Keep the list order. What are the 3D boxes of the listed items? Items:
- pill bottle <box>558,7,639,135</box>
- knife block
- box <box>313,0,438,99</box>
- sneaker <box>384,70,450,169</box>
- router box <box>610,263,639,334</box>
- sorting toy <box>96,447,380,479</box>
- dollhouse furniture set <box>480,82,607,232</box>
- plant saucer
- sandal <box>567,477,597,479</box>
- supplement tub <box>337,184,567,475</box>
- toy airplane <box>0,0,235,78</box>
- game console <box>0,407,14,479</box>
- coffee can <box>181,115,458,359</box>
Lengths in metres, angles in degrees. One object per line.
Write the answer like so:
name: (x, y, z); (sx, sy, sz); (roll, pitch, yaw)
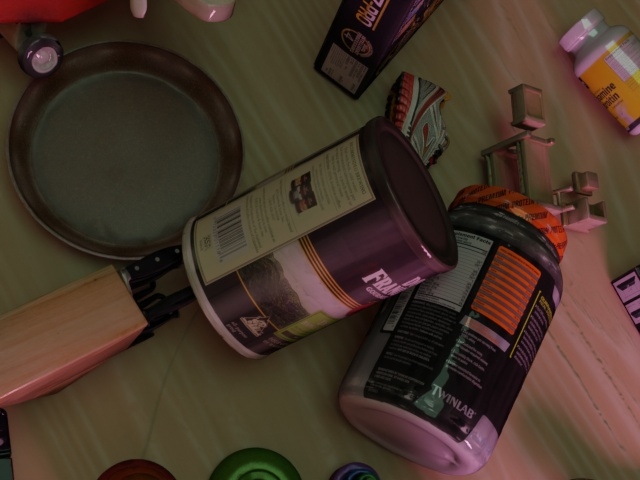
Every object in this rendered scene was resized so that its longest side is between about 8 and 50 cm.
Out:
pill bottle: (0.444, -0.254, 1.713); (0.103, 0.103, 0.184); (-40, 85, -22)
knife block: (-0.267, 0.089, 1.358); (0.242, 0.275, 0.088); (-35, 82, 9)
box: (0.149, -0.397, 1.531); (0.097, 0.395, 0.318); (36, 67, 2)
sneaker: (0.138, -0.129, 1.605); (0.092, 0.088, 0.225); (13, 70, -11)
router box: (0.609, 0.095, 1.652); (0.308, 0.081, 0.243); (-23, 79, -20)
sorting toy: (-0.093, 0.308, 1.386); (0.365, 0.126, 0.127); (-2, 73, -14)
dollhouse furniture set: (0.317, -0.108, 1.660); (0.161, 0.101, 0.182); (12, 67, -36)
plant saucer: (-0.257, -0.116, 1.525); (0.310, 0.050, 0.311); (5, 71, -13)
sandal: (0.396, 0.373, 1.526); (0.219, 0.060, 0.090); (16, 75, -24)
supplement tub: (0.179, 0.109, 1.473); (0.207, 0.207, 0.338); (31, 68, -3)
toy airplane: (-0.276, -0.412, 1.488); (0.386, 0.272, 0.384); (4, 46, 6)
game console: (-0.432, 0.269, 1.339); (0.144, 0.124, 0.085); (-6, 47, -16)
coffee can: (0.000, 0.000, 1.400); (0.275, 0.201, 0.202); (-27, 77, 20)
